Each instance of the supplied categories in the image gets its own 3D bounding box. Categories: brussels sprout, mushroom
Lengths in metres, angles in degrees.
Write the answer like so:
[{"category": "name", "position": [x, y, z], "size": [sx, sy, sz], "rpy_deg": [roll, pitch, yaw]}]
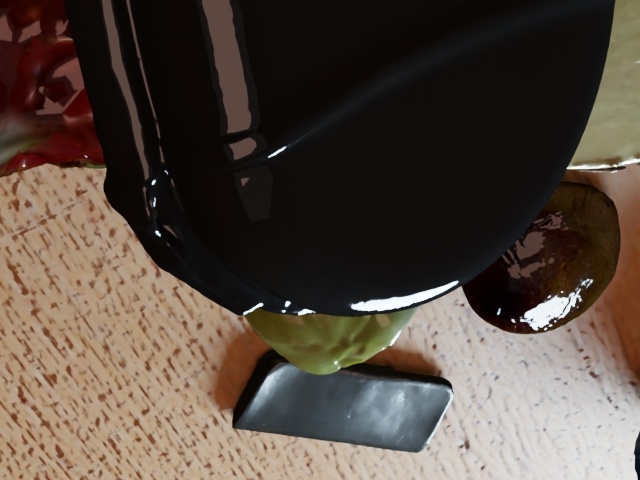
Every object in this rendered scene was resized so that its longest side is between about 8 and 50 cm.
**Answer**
[{"category": "brussels sprout", "position": [-0.001, -0.005, 0.961], "size": [0.122, 0.149, 0.151], "rpy_deg": [38, 98, -19]}, {"category": "mushroom", "position": [0.150, 0.013, 1.076], "size": [0.123, 0.052, 0.123], "rpy_deg": [-10, 131, -11]}]

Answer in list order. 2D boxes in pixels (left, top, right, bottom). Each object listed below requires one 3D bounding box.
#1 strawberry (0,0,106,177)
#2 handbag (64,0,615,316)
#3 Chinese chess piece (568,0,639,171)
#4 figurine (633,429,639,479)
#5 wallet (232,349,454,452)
[{"category": "strawberry", "position": [-0.133, -0.199, 0.692], "size": [0.292, 0.292, 0.343], "rpy_deg": [-8, 118, -8]}, {"category": "handbag", "position": [0.015, -0.113, 0.608], "size": [0.254, 0.093, 0.308], "rpy_deg": [-32, 126, -35]}, {"category": "Chinese chess piece", "position": [0.161, -0.157, 0.897], "size": [0.250, 0.097, 0.251], "rpy_deg": [-7, 132, -8]}, {"category": "figurine", "position": [0.304, 0.132, 1.186], "size": [0.164, 0.120, 0.262], "rpy_deg": [8, 109, -54]}, {"category": "wallet", "position": [0.019, 0.118, 1.154], "size": [0.156, 0.018, 0.082], "rpy_deg": [9, 128, -22]}]
